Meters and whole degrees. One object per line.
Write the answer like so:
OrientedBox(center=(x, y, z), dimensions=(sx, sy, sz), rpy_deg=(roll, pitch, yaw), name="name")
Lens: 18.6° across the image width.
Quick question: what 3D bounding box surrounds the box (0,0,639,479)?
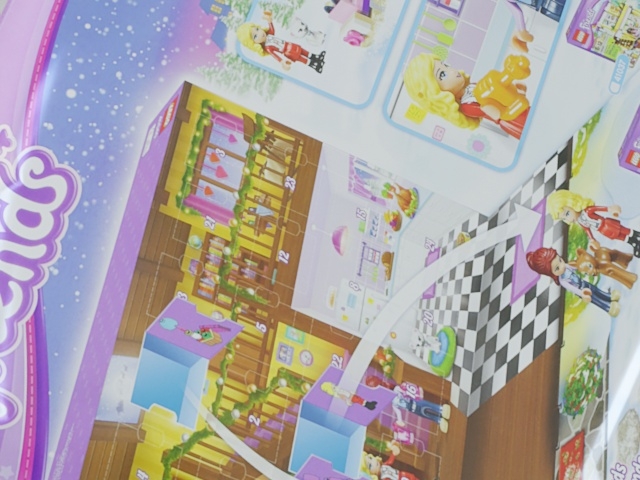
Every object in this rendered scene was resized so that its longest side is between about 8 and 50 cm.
OrientedBox(center=(0.000, 0.000, 0.520), dimensions=(0.201, 0.057, 0.293), rpy_deg=(24, 67, -6), name="box")
